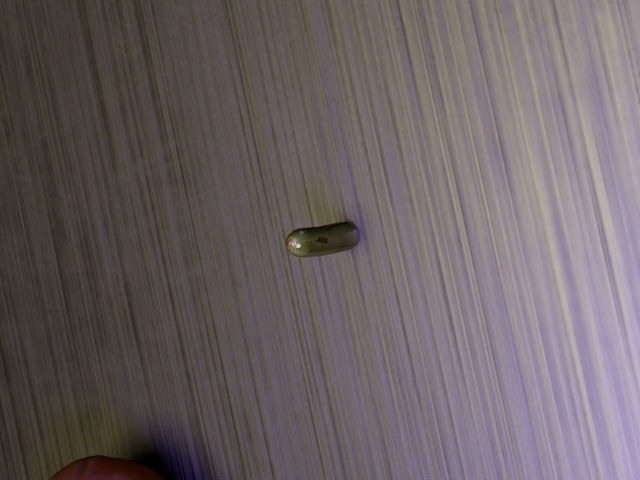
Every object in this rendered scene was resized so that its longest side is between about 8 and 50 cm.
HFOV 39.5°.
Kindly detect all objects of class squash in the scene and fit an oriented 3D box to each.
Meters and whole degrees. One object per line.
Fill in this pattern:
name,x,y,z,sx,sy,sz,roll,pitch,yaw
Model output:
squash,0.000,0.000,0.769,0.027,0.083,0.027,6,100,34

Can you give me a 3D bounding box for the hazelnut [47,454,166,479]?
hazelnut,-0.227,0.326,0.899,0.176,0.214,0.214,28,118,-17
